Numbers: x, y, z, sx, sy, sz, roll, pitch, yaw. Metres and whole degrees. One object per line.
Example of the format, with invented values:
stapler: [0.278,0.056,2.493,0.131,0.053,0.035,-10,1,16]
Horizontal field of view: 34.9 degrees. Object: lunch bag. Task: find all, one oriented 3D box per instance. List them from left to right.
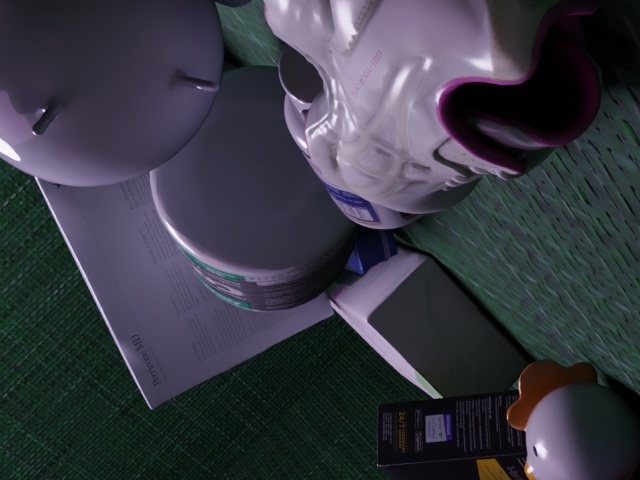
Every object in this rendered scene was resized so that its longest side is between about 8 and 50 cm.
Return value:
lunch bag: [0.053,-0.008,1.313,0.098,0.065,0.067,38,148,55]

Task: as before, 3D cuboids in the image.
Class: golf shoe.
golf shoe: [0.063,-0.065,0.496,0.140,0.115,0.306,40,175,21]

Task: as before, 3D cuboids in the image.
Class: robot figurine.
robot figurine: [-0.199,-0.171,0.799,0.353,0.300,0.199,49,163,50]

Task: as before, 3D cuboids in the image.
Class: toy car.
toy car: [0.256,0.233,0.996,0.238,0.210,0.219,57,-170,14]

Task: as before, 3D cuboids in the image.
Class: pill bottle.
pill bottle: [-0.059,-0.033,1.102,0.204,0.204,0.361,44,171,9]
pill bottle: [0.030,-0.082,0.712,0.094,0.094,0.169,42,174,28]

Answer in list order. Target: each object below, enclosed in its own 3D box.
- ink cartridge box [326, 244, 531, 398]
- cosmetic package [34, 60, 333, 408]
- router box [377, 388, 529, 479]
ink cartridge box: [0.121,0.109,1.422,0.207,0.119,0.353,46,175,-13]
cosmetic package: [-0.176,-0.005,1.336,0.097,0.285,0.377,36,149,59]
router box: [0.233,0.278,1.264,0.309,0.243,0.081,52,-146,-53]
